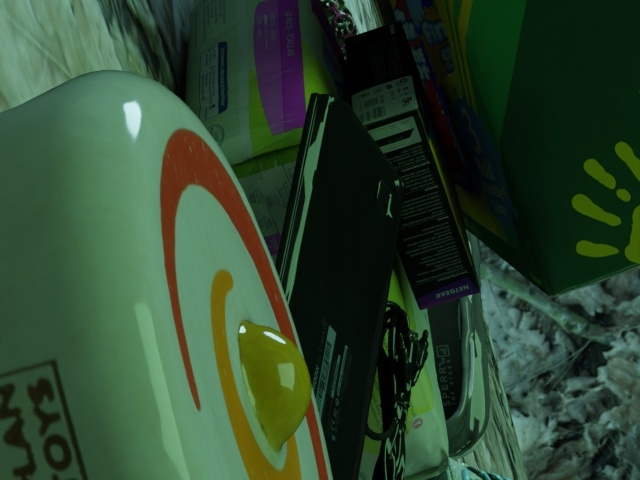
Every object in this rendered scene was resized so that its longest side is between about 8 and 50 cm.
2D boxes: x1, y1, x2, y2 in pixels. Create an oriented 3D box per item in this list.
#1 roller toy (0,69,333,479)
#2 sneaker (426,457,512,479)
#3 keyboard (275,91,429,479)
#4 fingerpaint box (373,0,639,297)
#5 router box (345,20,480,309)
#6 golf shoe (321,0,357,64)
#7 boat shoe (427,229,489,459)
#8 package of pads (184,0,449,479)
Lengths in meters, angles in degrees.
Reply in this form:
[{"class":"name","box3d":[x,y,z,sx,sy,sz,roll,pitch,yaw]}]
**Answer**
[{"class":"roller toy","box3d":[-0.073,0.058,0.492,0.209,0.146,0.191,-95,165,-49]},{"class":"sneaker","box3d":[0.146,0.240,1.592,0.283,0.122,0.110,59,17,-58]},{"class":"keyboard","box3d":[0.006,0.092,0.983,0.201,0.033,0.317,51,44,-51]},{"class":"fingerpaint box","box3d":[0.130,-0.186,1.279,0.445,0.163,0.371,-119,-171,-81]},{"class":"router box","box3d":[0.059,-0.054,1.174,0.179,0.046,0.133,-93,164,-65]},{"class":"golf shoe","box3d":[0.004,-0.157,1.670,0.086,0.067,0.186,22,-44,64]},{"class":"boat shoe","box3d":[0.102,0.044,1.719,0.095,0.112,0.335,64,15,-67]},{"class":"package of pads","box3d":[0.000,0.000,1.194,0.229,0.101,0.296,-95,165,-54]}]
